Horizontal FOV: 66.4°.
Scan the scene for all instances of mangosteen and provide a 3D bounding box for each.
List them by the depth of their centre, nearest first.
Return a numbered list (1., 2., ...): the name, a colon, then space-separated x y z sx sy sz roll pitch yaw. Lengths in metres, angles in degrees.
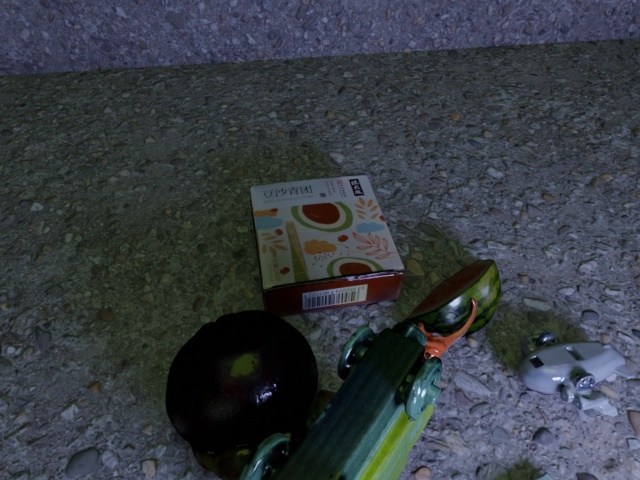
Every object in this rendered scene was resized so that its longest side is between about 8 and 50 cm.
1. mangosteen: -0.131 0.282 0.921 0.297 0.296 0.313 -32 53 -29

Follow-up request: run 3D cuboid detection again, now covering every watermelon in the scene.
1. watermelon: 0.372 0.155 1.214 0.303 0.159 0.128 -34 94 -28

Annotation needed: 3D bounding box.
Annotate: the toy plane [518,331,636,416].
1. toy plane: 0.552 0.283 1.072 0.245 0.117 0.244 -4 30 2

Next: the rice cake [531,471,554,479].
1. rice cake: 0.393 0.532 0.873 0.198 0.037 0.189 -26 52 -24

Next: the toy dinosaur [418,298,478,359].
1. toy dinosaur: 0.251 0.230 1.100 0.279 0.101 0.055 -50 21 -1

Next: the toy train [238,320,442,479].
1. toy train: 0.048 0.340 0.791 0.179 0.272 0.442 24 53 30

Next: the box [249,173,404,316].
1. box: 0.000 0.000 1.315 0.345 0.122 0.385 -7 46 -8

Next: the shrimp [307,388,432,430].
1. shrimp: 0.076 0.395 0.990 0.296 0.058 0.169 5 55 6
